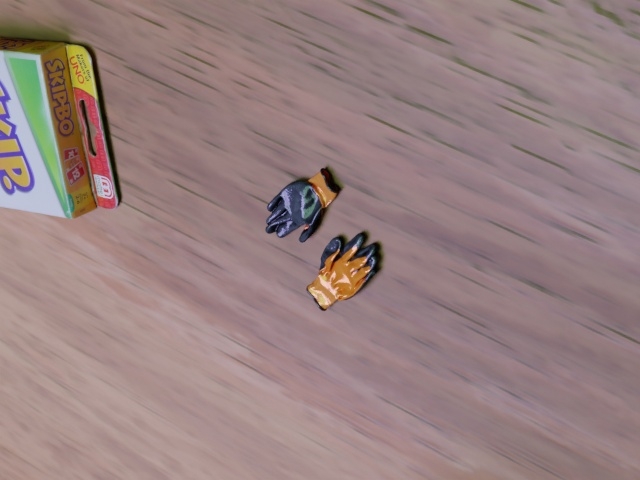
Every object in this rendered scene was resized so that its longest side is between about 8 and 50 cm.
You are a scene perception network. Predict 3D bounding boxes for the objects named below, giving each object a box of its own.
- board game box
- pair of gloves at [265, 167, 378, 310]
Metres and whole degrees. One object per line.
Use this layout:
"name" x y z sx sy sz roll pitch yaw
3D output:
"board game box" -0.255 -0.088 1.461 0.259 0.039 0.124 7 116 37
"pair of gloves" 0.000 0.000 1.288 0.083 0.010 0.074 57 136 5
